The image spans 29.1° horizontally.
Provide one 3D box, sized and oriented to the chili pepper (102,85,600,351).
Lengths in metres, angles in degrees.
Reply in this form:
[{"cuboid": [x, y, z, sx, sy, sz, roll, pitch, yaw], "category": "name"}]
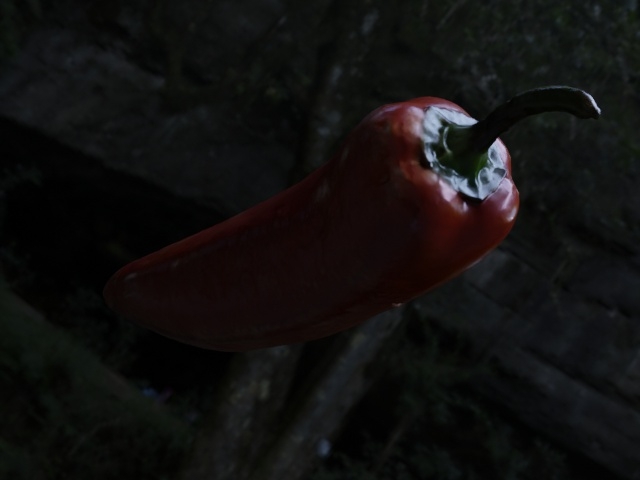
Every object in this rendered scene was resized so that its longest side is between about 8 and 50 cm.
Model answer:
[{"cuboid": [0.000, 0.000, 0.467, 0.063, 0.071, 0.272, 18, -29, -36], "category": "chili pepper"}]
